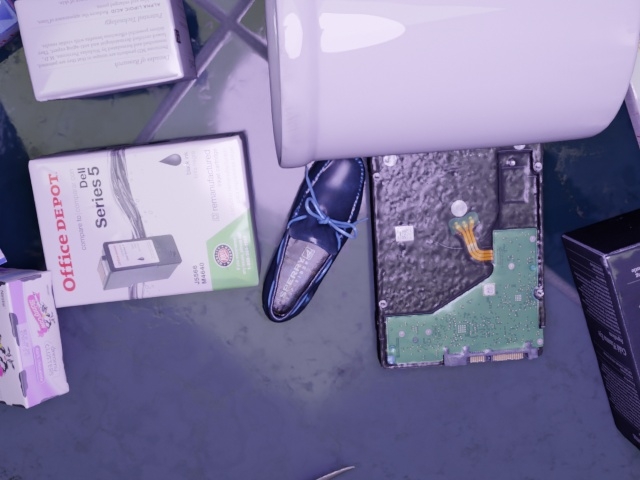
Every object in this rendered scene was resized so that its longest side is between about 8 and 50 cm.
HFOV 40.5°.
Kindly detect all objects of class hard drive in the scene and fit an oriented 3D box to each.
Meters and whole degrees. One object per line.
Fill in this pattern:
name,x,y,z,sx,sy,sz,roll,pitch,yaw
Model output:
hard drive,0.188,0.003,1.204,0.236,0.064,0.339,-4,99,-2

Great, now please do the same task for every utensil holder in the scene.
utensil holder,0.131,-0.260,1.031,0.385,0.327,0.328,-4,100,-6

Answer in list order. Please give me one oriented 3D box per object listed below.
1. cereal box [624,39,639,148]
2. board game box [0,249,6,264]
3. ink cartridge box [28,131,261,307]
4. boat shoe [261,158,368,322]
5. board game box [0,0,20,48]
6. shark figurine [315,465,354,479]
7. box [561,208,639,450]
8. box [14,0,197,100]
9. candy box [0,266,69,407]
cereal box,0.508,-0.211,1.191,0.173,0.047,0.240,-22,100,1
board game box,-0.587,-0.009,1.084,0.347,0.078,0.233,-21,99,27
ink cartridge box,-0.226,-0.029,1.152,0.272,0.115,0.198,-7,100,-1
boat shoe,0.000,0.000,1.181,0.109,0.089,0.258,18,98,-6
board game box,-0.596,-0.320,1.111,0.318,0.066,0.318,-36,99,4
shark figurine,-0.004,0.470,1.272,0.116,0.166,0.278,2,81,-28
box,0.551,0.096,1.178,0.343,0.179,0.313,-18,99,1
box,-0.258,-0.245,1.081,0.181,0.181,0.119,-9,100,-2
candy box,-0.429,0.121,1.139,0.196,0.070,0.165,1,101,36
